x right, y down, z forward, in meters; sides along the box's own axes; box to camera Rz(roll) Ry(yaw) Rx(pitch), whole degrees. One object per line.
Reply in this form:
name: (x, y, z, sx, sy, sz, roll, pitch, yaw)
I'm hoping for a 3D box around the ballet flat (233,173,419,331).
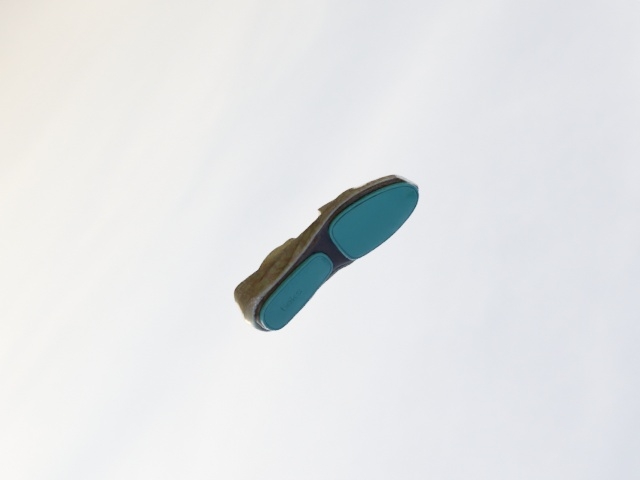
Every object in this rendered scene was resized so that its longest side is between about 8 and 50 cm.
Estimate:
ballet flat: (0.000, 0.000, 1.064, 0.168, 0.057, 0.052, -40, -139, -8)
